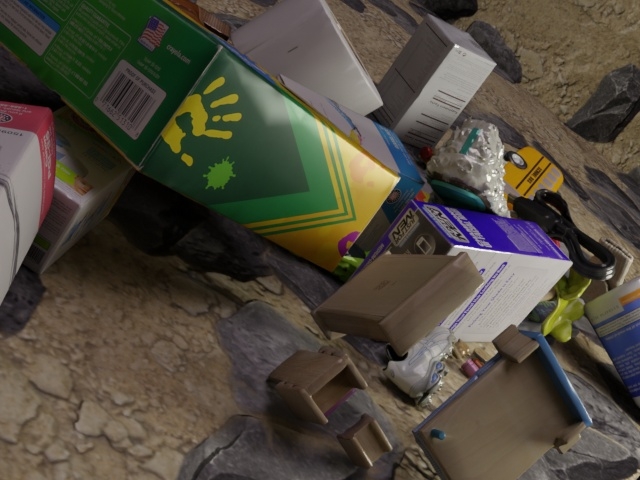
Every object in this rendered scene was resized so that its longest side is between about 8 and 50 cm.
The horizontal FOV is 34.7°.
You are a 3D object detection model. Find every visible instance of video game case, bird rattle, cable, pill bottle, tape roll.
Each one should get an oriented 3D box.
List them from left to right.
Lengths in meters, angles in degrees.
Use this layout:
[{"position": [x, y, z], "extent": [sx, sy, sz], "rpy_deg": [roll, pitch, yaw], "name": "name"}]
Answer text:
[{"position": [-0.022, -0.299, 1.780], "extent": [0.246, 0.169, 0.246], "rpy_deg": [58, 8, -14], "name": "tape roll"}, {"position": [0.363, 0.102, 1.850], "extent": [0.190, 0.022, 0.173], "rpy_deg": [12, 33, -43], "name": "video game case"}, {"position": [0.356, 0.046, 1.775], "extent": [0.207, 0.143, 0.253], "rpy_deg": [3, 34, -24], "name": "bird rattle"}, {"position": [0.412, -0.007, 1.758], "extent": [0.139, 0.072, 0.287], "rpy_deg": [-16, 39, -29], "name": "cable"}, {"position": [0.581, 0.198, 1.757], "extent": [0.152, 0.152, 0.272], "rpy_deg": [-9, 70, -58], "name": "pill bottle"}]

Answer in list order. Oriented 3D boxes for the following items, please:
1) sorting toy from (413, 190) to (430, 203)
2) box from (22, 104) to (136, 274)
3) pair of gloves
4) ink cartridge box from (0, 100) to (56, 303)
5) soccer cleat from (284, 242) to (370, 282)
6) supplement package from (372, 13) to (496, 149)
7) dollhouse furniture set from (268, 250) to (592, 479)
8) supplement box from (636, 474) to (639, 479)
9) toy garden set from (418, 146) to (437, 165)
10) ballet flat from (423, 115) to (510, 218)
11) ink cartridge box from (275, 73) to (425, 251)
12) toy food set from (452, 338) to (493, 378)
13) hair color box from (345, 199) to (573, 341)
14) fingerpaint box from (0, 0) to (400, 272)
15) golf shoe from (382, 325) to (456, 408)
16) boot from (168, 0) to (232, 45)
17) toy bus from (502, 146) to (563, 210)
[{"position": [0.151, -0.065, 1.854], "extent": [0.193, 0.038, 0.208], "rpy_deg": [27, 25, -20], "name": "sorting toy"}, {"position": [-0.299, -0.066, 1.163], "extent": [0.114, 0.103, 0.203], "rpy_deg": [36, 23, -3], "name": "box"}, {"position": [0.573, 0.125, 1.919], "extent": [0.042, 0.204, 0.240], "rpy_deg": [-33, 69, -25], "name": "pair of gloves"}, {"position": [-0.368, -0.028, 0.903], "extent": [0.207, 0.117, 0.283], "rpy_deg": [8, 28, -5], "name": "ink cartridge box"}, {"position": [0.000, 0.000, 1.492], "extent": [0.179, 0.060, 0.072], "rpy_deg": [35, 42, -21], "name": "soccer cleat"}, {"position": [0.236, -0.339, 2.218], "extent": [0.134, 0.244, 0.139], "rpy_deg": [16, 32, -37], "name": "supplement package"}, {"position": [0.121, 0.201, 1.248], "extent": [0.303, 0.286, 0.198], "rpy_deg": [56, -20, -13], "name": "dollhouse furniture set"}, {"position": [0.394, 0.442, 1.044], "extent": [0.195, 0.194, 0.356], "rpy_deg": [30, 24, -15], "name": "supplement box"}, {"position": [0.324, -0.111, 2.159], "extent": [0.204, 0.049, 0.244], "rpy_deg": [0, 49, -42], "name": "toy garden set"}, {"position": [0.248, -0.091, 1.629], "extent": [0.147, 0.147, 0.409], "rpy_deg": [42, -4, 13], "name": "ballet flat"}, {"position": [0.000, -0.108, 1.560], "extent": [0.233, 0.171, 0.168], "rpy_deg": [23, 27, -29], "name": "ink cartridge box"}, {"position": [0.231, 0.185, 1.525], "extent": [0.122, 0.019, 0.078], "rpy_deg": [30, 23, -33], "name": "toy food set"}, {"position": [0.209, 0.054, 1.528], "extent": [0.339, 0.185, 0.110], "rpy_deg": [6, 37, -50], "name": "hair color box"}, {"position": [-0.170, -0.186, 1.283], "extent": [0.445, 0.163, 0.371], "rpy_deg": [40, 6, 39], "name": "fingerpaint box"}, {"position": [0.133, 0.152, 1.397], "extent": [0.086, 0.069, 0.176], "rpy_deg": [30, 22, 1], "name": "golf shoe"}, {"position": [-0.266, -0.358, 1.754], "extent": [0.220, 0.109, 0.283], "rpy_deg": [24, 32, -16], "name": "boot"}, {"position": [0.368, -0.078, 2.021], "extent": [0.130, 0.108, 0.333], "rpy_deg": [43, 35, 4], "name": "toy bus"}]
